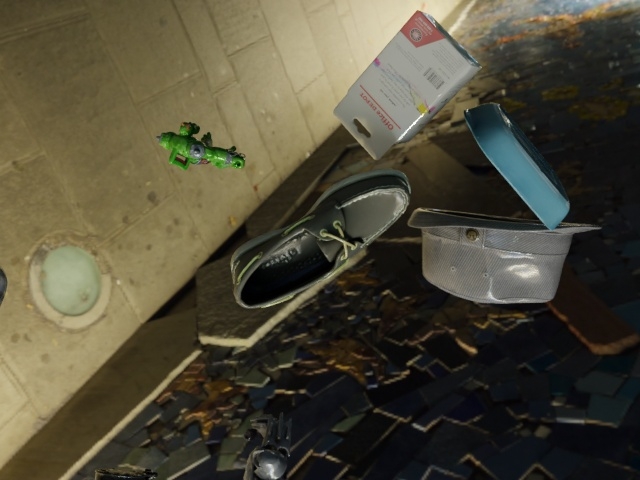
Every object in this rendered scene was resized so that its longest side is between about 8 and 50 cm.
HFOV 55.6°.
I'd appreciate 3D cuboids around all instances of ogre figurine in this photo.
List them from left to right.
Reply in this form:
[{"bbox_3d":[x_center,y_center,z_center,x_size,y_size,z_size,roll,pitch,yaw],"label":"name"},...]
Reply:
[{"bbox_3d":[-0.259,-0.192,1.278,0.118,0.197,0.096,7,121,-52],"label":"ogre figurine"}]

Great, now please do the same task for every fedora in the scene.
[{"bbox_3d":[0.260,0.024,0.900,0.244,0.276,0.124,-10,106,-70],"label":"fedora"}]

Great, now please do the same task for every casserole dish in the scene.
[{"bbox_3d":[0.240,-0.093,0.724,0.188,0.037,0.114,44,29,-22],"label":"casserole dish"}]

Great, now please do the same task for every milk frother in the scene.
[{"bbox_3d":[-0.339,0.462,1.037,0.143,0.129,0.134,24,67,-44],"label":"milk frother"}]

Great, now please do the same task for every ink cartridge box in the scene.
[{"bbox_3d":[0.125,-0.227,0.914,0.115,0.198,0.067,50,28,9],"label":"ink cartridge box"}]

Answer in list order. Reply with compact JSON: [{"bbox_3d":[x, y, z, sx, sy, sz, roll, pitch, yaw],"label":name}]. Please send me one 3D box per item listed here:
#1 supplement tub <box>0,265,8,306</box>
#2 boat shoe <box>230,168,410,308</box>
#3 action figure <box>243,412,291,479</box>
[{"bbox_3d":[-0.430,0.148,0.511,0.207,0.207,0.337,39,57,-50],"label":"supplement tub"},{"bbox_3d":[0.002,0.003,0.886,0.109,0.305,0.091,54,13,-28],"label":"boat shoe"},{"bbox_3d":[-0.099,0.383,0.952,0.285,0.099,0.185,102,10,-51],"label":"action figure"}]
